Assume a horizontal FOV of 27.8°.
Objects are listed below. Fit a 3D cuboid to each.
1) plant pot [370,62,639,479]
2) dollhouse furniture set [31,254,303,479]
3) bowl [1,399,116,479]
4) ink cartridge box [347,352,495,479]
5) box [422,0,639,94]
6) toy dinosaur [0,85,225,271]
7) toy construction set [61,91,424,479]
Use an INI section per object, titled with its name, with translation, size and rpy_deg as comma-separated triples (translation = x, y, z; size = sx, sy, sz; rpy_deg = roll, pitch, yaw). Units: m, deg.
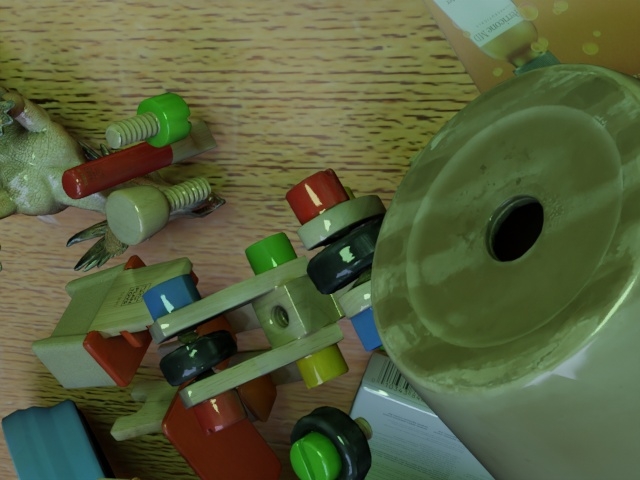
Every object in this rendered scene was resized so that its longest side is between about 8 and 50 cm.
[plant pot]
translation = 0.190, 0.050, 0.734
size = 0.323, 0.323, 0.280
rpy_deg = -20, 142, 40
[dollhouse furniture set]
translation = -0.108, 0.140, 1.081
size = 0.135, 0.262, 0.259
rpy_deg = -12, 128, 32
[bowl]
translation = -0.206, 0.338, 1.308
size = 0.077, 0.391, 0.391
rpy_deg = -25, 135, -12
[ink cartridge box]
translation = 0.126, 0.215, 1.214
size = 0.223, 0.045, 0.224
rpy_deg = 21, 141, 5
[box]
translation = 0.136, -0.163, 0.759
size = 0.130, 0.091, 0.170
rpy_deg = -14, 127, 36
[toy dinosaur]
translation = -0.244, -0.068, 1.040
size = 0.295, 0.200, 0.127
rpy_deg = 37, 101, 16
[toy construction set]
translation = 0.000, 0.000, 0.939
size = 0.309, 0.237, 0.257
rpy_deg = 42, 134, 22
